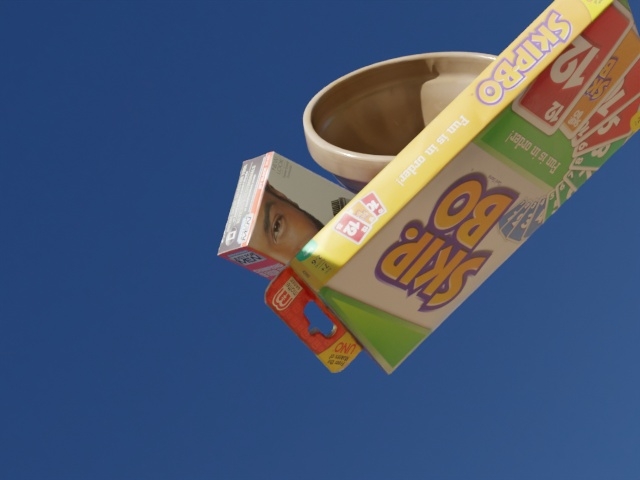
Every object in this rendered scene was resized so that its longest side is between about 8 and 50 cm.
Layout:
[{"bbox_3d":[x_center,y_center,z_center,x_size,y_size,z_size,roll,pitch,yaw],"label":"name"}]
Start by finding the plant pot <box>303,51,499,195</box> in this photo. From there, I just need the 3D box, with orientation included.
[{"bbox_3d":[0.107,-0.091,1.538,0.237,0.237,0.110,-28,-56,-27],"label":"plant pot"}]

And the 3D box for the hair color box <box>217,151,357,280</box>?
[{"bbox_3d":[0.000,0.000,1.371,0.167,0.053,0.093,25,-113,-28],"label":"hair color box"}]

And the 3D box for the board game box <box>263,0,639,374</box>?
[{"bbox_3d":[0.086,-0.027,0.894,0.259,0.039,0.124,-42,-35,-2],"label":"board game box"}]
